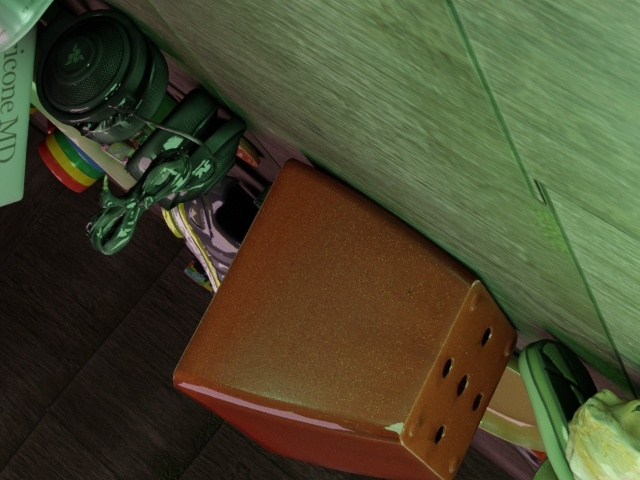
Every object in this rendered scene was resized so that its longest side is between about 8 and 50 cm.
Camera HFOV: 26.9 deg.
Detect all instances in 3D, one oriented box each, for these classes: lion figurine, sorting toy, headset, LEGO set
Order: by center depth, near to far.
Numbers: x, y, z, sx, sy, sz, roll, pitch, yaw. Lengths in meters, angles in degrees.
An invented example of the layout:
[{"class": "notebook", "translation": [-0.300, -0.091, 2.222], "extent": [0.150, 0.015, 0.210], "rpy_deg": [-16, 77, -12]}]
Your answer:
[{"class": "lion figurine", "translation": [0.362, 0.267, 1.231], "extent": [0.240, 0.142, 0.392], "rpy_deg": [45, -177, 33]}, {"class": "headset", "translation": [-0.206, -0.115, 1.434], "extent": [0.243, 0.185, 0.394], "rpy_deg": [41, -177, -27]}, {"class": "LEGO set", "translation": [-0.222, -0.131, 1.758], "extent": [0.132, 0.107, 0.287], "rpy_deg": [40, 173, -20]}, {"class": "sorting toy", "translation": [-0.374, -0.191, 1.826], "extent": [0.257, 0.089, 0.255], "rpy_deg": [45, -168, -30]}]

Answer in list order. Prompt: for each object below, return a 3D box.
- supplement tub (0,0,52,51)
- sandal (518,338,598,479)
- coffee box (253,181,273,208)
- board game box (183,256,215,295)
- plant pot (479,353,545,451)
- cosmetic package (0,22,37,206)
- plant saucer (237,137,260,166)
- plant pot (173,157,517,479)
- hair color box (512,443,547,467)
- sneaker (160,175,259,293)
[{"class": "supplement tub", "translation": [-0.368, -0.293, 1.371], "extent": [0.190, 0.117, 0.117], "rpy_deg": [40, 173, -24]}, {"class": "sandal", "translation": [0.239, 0.242, 1.272], "extent": [0.120, 0.086, 0.303], "rpy_deg": [24, -136, -46]}, {"class": "coffee box", "translation": [0.000, 0.000, 1.753], "extent": [0.113, 0.040, 0.184], "rpy_deg": [31, 170, 41]}, {"class": "board game box", "translation": [-0.147, 0.055, 2.507], "extent": [0.170, 0.141, 0.048], "rpy_deg": [36, 171, 22]}, {"class": "plant pot", "translation": [0.219, 0.185, 1.668], "extent": [0.236, 0.032, 0.236], "rpy_deg": [27, 156, 13]}, {"class": "cosmetic package", "translation": [-0.583, -0.198, 1.535], "extent": [0.327, 0.393, 0.329], "rpy_deg": [34, 129, 28]}, {"class": "plant saucer", "translation": [-0.105, -0.120, 1.609], "extent": [0.083, 0.013, 0.083], "rpy_deg": [38, 173, 5]}, {"class": "plant pot", "translation": [0.052, 0.111, 1.410], "extent": [0.235, 0.267, 0.267], "rpy_deg": [19, 165, 29]}, {"class": "hair color box", "translation": [0.331, 0.306, 2.045], "extent": [0.093, 0.053, 0.167], "rpy_deg": [30, 171, 48]}, {"class": "sneaker", "translation": [-0.096, 0.023, 1.816], "extent": [0.121, 0.111, 0.300], "rpy_deg": [2, 139, 47]}]
